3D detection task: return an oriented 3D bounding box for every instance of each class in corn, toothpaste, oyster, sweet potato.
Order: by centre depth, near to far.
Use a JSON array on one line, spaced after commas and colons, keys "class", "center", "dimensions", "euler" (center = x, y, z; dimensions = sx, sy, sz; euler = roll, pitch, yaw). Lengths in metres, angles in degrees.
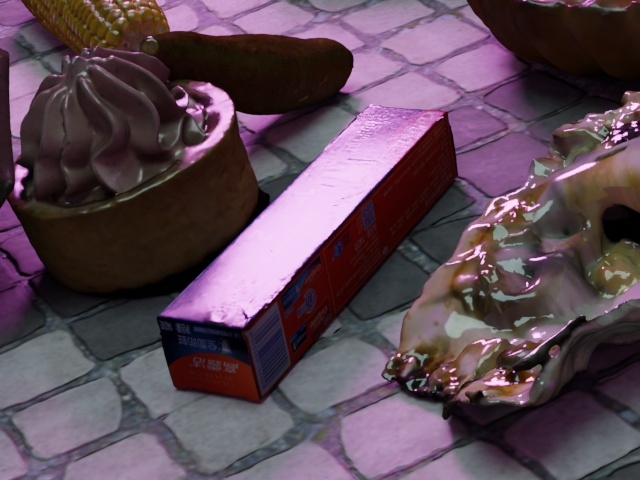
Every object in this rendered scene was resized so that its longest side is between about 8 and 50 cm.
[{"class": "oyster", "center": [0.185, 0.016, 1.289], "dimensions": [0.201, 0.107, 0.354], "euler": [-9, 35, 48]}, {"class": "toothpaste", "center": [-0.001, 0.000, 1.400], "dimensions": [0.076, 0.066, 0.320], "euler": [8, 34, 31]}, {"class": "sweet potato", "center": [-0.066, -0.141, 1.606], "dimensions": [0.077, 0.077, 0.244], "euler": [15, 15, 39]}, {"class": "corn", "center": [-0.229, -0.238, 1.861], "dimensions": [0.106, 0.106, 0.305], "euler": [-22, 36, -17]}]

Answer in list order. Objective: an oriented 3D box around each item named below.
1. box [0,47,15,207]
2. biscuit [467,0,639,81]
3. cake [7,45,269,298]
[{"class": "box", "center": [-0.350, -0.068, 1.492], "dimensions": [0.184, 0.143, 0.273], "euler": [-50, 26, 17]}, {"class": "biscuit", "center": [0.285, -0.228, 1.652], "dimensions": [0.326, 0.107, 0.326], "euler": [-6, 29, 3]}, {"class": "cake", "center": [-0.148, -0.074, 1.472], "dimensions": [0.208, 0.178, 0.185], "euler": [-21, 30, -21]}]
